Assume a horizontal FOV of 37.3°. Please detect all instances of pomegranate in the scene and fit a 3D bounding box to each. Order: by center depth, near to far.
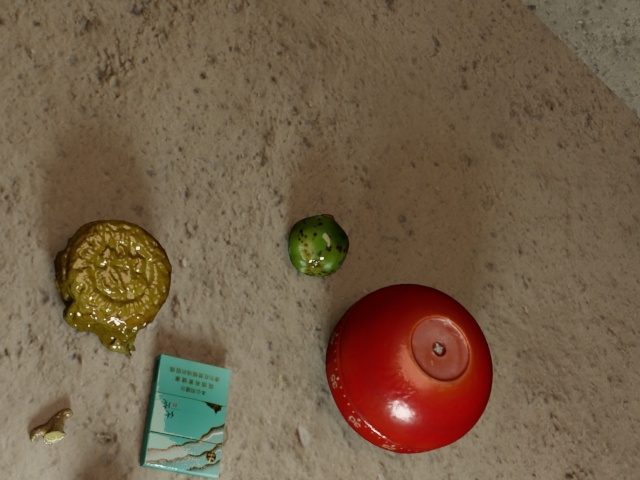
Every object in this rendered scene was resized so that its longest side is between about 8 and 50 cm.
[{"bbox_3d":[-0.001,-0.005,2.213,0.143,0.122,0.169,15,61,9],"label":"pomegranate"}]

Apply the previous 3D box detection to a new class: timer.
[{"bbox_3d":[0.202,0.281,2.116,0.378,0.279,0.378,11,64,-23],"label":"timer"}]

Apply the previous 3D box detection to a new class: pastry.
[{"bbox_3d":[-0.422,0.078,1.925,0.240,0.132,0.235,33,56,-13],"label":"pastry"}]

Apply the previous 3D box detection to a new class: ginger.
[{"bbox_3d":[-0.509,0.361,1.816,0.097,0.030,0.048,-35,88,-34],"label":"ginger"}]

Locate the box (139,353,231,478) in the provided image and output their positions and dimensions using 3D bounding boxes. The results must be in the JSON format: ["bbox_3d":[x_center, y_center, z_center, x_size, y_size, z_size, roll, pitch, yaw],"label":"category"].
[{"bbox_3d":[-0.273,0.361,1.946,0.162,0.041,0.229,17,62,-23],"label":"box"}]
